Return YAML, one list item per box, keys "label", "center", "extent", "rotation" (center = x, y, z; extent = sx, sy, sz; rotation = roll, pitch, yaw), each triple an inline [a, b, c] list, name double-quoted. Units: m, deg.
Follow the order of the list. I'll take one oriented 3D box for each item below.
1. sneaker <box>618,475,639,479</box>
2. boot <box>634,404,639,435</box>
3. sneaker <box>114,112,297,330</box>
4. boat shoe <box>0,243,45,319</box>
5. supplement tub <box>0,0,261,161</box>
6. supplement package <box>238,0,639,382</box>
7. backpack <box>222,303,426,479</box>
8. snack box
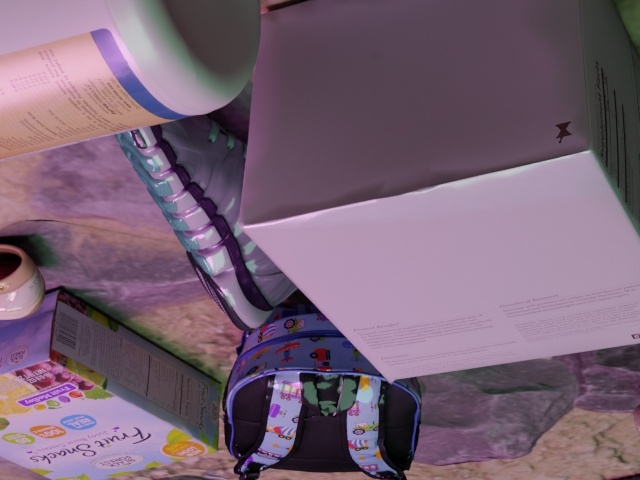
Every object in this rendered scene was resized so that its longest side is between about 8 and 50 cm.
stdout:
- label: "sneaker"
  center: [0.360, 0.300, 1.366]
  extent: [0.330, 0.146, 0.122]
  rotation: [-18, 145, 33]
- label: "boot"
  center: [0.382, 0.173, 1.216]
  extent: [0.165, 0.077, 0.213]
  rotation: [-24, 135, 36]
- label: "sneaker"
  center: [-0.061, -0.047, 0.911]
  extent: [0.098, 0.083, 0.224]
  rotation: [-34, 131, -9]
- label: "boat shoe"
  center: [-0.289, 0.026, 1.050]
  extent: [0.170, 0.063, 0.059]
  rotation: [-5, 147, -5]
- label: "supplement tub"
  center: [-0.145, -0.116, 0.715]
  extent: [0.199, 0.144, 0.144]
  rotation: [-11, 146, 22]
- label: "supplement package"
  center: [0.088, -0.038, 0.818]
  extent: [0.194, 0.149, 0.203]
  rotation: [-12, 146, 23]
- label: "backpack"
  center: [0.002, 0.107, 1.099]
  extent: [0.158, 0.117, 0.173]
  rotation: [3, 150, 1]
- label: "snack box"
  center: [-0.212, 0.131, 1.205]
  extent: [0.174, 0.070, 0.207]
  rotation: [-19, 144, 31]
